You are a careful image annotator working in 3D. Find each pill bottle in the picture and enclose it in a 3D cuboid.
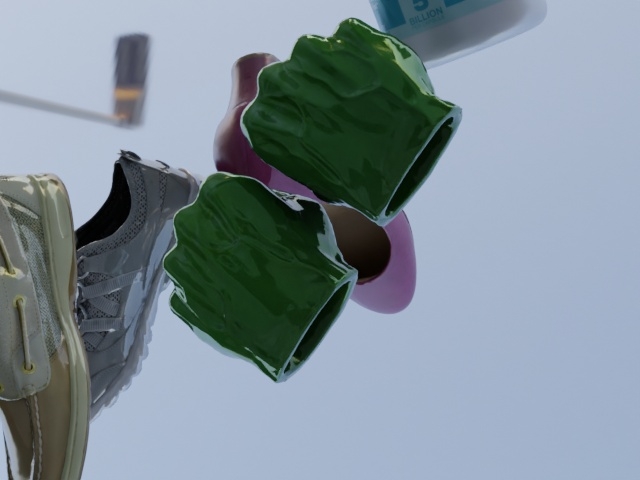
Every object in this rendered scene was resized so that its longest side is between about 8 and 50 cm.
[{"bbox_3d":[0.089,-0.289,1.176,0.146,0.146,0.264,-18,-82,27],"label":"pill bottle"}]

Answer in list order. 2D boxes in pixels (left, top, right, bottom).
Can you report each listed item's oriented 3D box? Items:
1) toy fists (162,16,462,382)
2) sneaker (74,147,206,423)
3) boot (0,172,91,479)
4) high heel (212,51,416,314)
[{"bbox_3d":[-0.015,-0.034,1.027,0.142,0.096,0.279,37,-72,14],"label":"toy fists"},{"bbox_3d":[-0.211,0.044,1.264,0.105,0.115,0.281,13,-105,53],"label":"sneaker"},{"bbox_3d":[-0.222,0.060,0.778,0.077,0.165,0.213,-26,-113,52],"label":"boot"},{"bbox_3d":[0.000,0.000,1.347,0.127,0.377,0.181,-22,-138,20],"label":"high heel"}]
